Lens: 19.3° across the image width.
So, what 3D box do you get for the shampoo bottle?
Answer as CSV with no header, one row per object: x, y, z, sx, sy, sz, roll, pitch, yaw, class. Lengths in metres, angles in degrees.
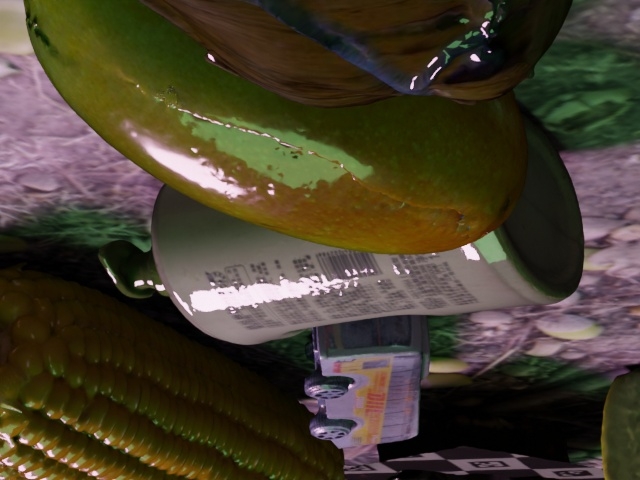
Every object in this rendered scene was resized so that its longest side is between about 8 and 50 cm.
0.000,0.000,0.921,0.234,0.087,0.118,-9,155,29,shampoo bottle

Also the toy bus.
0.027,0.076,1.139,0.075,0.064,0.190,-3,158,0,toy bus

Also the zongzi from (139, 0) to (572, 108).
-0.102,-0.141,0.484,0.360,0.160,0.323,0,157,6,zongzi

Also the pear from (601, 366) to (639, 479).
0.326,0.197,1.166,0.292,0.292,0.159,-8,146,25,pear

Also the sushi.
0.110,0.151,1.340,0.220,0.047,0.231,13,161,-35,sushi

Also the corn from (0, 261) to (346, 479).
-0.109,0.117,1.168,0.131,0.131,0.344,-11,154,31,corn

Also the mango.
-0.014,-0.064,0.742,0.233,0.111,0.125,30,134,-26,mango
